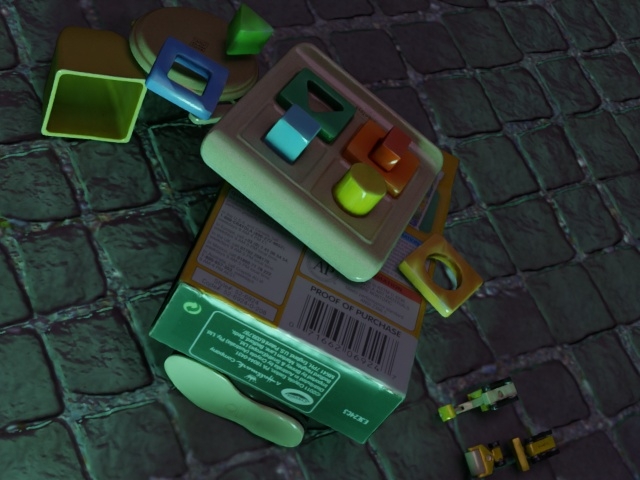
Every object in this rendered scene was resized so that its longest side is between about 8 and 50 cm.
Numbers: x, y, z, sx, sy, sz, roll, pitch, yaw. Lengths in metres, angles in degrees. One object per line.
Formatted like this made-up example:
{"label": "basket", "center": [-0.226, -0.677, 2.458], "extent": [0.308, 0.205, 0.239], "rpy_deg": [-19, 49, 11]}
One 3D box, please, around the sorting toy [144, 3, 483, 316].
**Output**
{"label": "sorting toy", "center": [0.016, -0.080, 1.001], "extent": [0.348, 0.047, 0.196], "rpy_deg": [39, 44, -3]}

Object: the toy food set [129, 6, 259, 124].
{"label": "toy food set", "center": [-0.113, -0.166, 1.062], "extent": [0.132, 0.038, 0.192], "rpy_deg": [-10, 55, -36]}

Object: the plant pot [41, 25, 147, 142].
{"label": "plant pot", "center": [-0.209, -0.149, 1.054], "extent": [0.081, 0.081, 0.083], "rpy_deg": [4, 49, -24]}

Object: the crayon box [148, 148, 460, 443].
{"label": "crayon box", "center": [0.000, 0.000, 1.036], "extent": [0.203, 0.083, 0.323], "rpy_deg": [28, 42, -7]}

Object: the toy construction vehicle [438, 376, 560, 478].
{"label": "toy construction vehicle", "center": [0.162, 0.176, 1.068], "extent": [0.098, 0.035, 0.086], "rpy_deg": [-17, 80, -30]}

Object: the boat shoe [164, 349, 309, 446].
{"label": "boat shoe", "center": [-0.069, 0.125, 0.974], "extent": [0.133, 0.049, 0.042], "rpy_deg": [29, 44, -8]}
